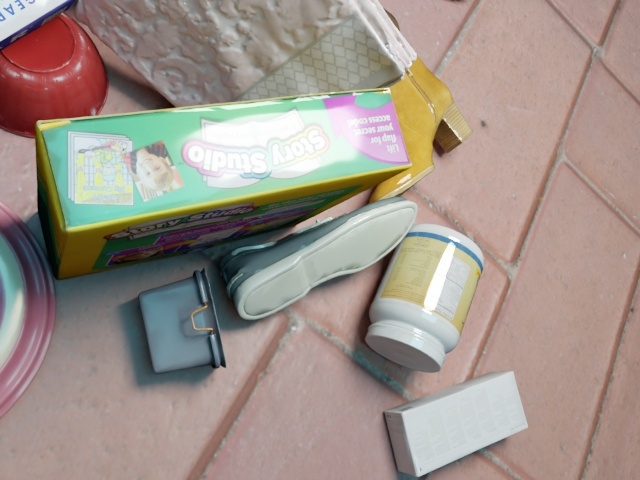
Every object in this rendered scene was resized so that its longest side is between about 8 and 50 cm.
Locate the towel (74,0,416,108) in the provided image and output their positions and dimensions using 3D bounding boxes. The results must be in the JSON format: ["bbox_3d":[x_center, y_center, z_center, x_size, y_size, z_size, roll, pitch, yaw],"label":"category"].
[{"bbox_3d":[-0.102,-0.254,0.679,0.317,0.331,0.053,43,46,-29],"label":"towel"}]

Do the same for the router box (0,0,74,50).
[{"bbox_3d":[-0.467,-0.282,0.516,0.335,0.082,0.301,-45,118,-23],"label":"router box"}]

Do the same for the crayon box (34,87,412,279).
[{"bbox_3d":[-0.132,-0.061,0.658,0.362,0.313,0.106,-14,85,-29],"label":"crayon box"}]

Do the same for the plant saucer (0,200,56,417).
[{"bbox_3d":[-0.450,0.071,0.569,0.332,0.084,0.332,10,72,-34],"label":"plant saucer"}]

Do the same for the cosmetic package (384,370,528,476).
[{"bbox_3d":[0.224,0.293,0.901,0.239,0.060,0.099,-9,81,-28],"label":"cosmetic package"}]

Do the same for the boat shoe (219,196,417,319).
[{"bbox_3d":[0.000,0.000,0.813,0.319,0.116,0.099,-27,52,-20],"label":"boat shoe"}]

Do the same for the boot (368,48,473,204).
[{"bbox_3d":[0.122,-0.199,0.950,0.211,0.104,0.295,49,60,-2],"label":"boot"}]

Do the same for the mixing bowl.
[{"bbox_3d":[-0.362,-0.232,0.704,0.181,0.098,0.182,6,77,-26],"label":"mixing bowl"}]

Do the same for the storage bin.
[{"bbox_3d":[-0.184,0.113,0.723,0.091,0.098,0.135,-13,84,-18],"label":"storage bin"}]

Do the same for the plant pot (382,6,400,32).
[{"bbox_3d":[-0.040,-0.303,0.776,0.230,0.215,0.216,28,66,-42],"label":"plant pot"}]

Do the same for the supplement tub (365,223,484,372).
[{"bbox_3d":[0.163,0.090,0.868,0.144,0.144,0.200,33,66,-17],"label":"supplement tub"}]
